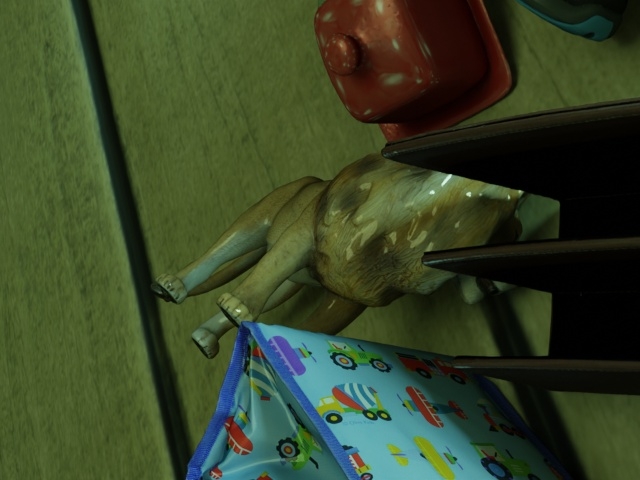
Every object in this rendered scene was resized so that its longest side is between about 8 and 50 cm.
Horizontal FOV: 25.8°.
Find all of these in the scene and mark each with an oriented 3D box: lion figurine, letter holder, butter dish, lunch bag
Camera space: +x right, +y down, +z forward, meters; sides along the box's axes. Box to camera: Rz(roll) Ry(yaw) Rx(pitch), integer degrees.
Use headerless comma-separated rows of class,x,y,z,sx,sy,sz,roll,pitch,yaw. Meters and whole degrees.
lion figurine,0.000,0.000,1.182,0.240,0.142,0.392,-44,25,-15
letter holder,0.191,0.012,0.860,0.302,0.214,0.152,-5,76,53
butter dish,0.053,-0.162,1.158,0.160,0.118,0.159,-24,85,48
lunch bag,0.081,0.184,0.953,0.293,0.221,0.138,35,109,52

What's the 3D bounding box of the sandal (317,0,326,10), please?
sandal,0.049,-0.333,1.266,0.120,0.086,0.302,25,100,54

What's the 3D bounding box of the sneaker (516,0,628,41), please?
sneaker,0.166,-0.303,1.069,0.140,0.125,0.340,-41,51,34
